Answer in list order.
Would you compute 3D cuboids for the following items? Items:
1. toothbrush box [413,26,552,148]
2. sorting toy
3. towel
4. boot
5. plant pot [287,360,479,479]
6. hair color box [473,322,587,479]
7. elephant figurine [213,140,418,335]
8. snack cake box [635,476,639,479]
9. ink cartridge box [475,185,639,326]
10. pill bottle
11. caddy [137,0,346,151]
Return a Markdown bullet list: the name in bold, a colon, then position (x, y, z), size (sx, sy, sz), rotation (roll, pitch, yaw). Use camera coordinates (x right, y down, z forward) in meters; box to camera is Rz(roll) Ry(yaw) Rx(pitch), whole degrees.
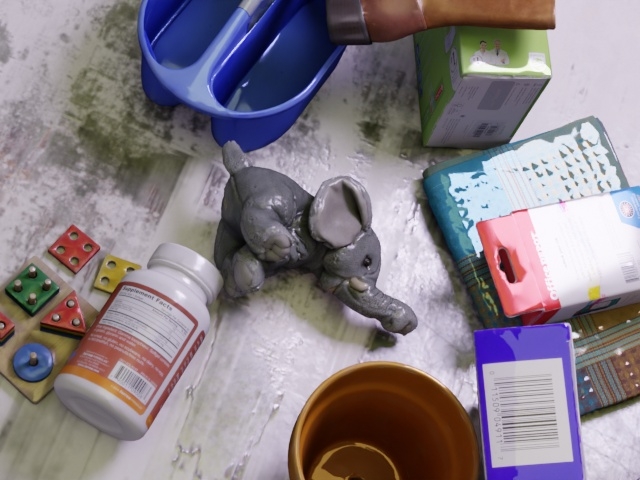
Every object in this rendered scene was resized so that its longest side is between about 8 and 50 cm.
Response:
- **toothbrush box**: position (0.201, -0.288, 1.871), size (0.122, 0.206, 0.283), rotation (0, 67, -11)
- **sorting toy**: position (-0.329, 0.093, 1.691), size (0.132, 0.046, 0.274), rotation (41, 65, 7)
- **towel**: position (0.313, 0.038, 1.850), size (0.271, 0.040, 0.370), rotation (-17, 74, -16)
- **boot**: position (0.145, -0.368, 1.737), size (0.280, 0.096, 0.264), rotation (-5, 67, 11)
- **plant pot**: position (0.056, 0.260, 1.619), size (0.205, 0.188, 0.205), rotation (4, 67, -9)
- **hair color box**: position (0.227, 0.221, 1.575), size (0.110, 0.339, 0.185), rotation (-4, 73, 4)
- **elephant figurine**: position (0.000, 0.000, 1.757), size (0.239, 0.186, 0.169), rotation (3, 23, -21)
- **snack cake box**: position (0.432, 0.403, 1.689), size (0.152, 0.089, 0.264), rotation (-28, 75, -20)
- **ink cartridge box**: position (0.305, 0.025, 1.789), size (0.231, 0.078, 0.134), rotation (-11, 72, -16)
- **pill bottle**: position (-0.204, 0.113, 1.666), size (0.121, 0.121, 0.216), rotation (30, 64, 2)
- **caddy**: position (-0.085, -0.281, 1.826), size (0.241, 0.179, 0.341), rotation (33, 65, 3)
